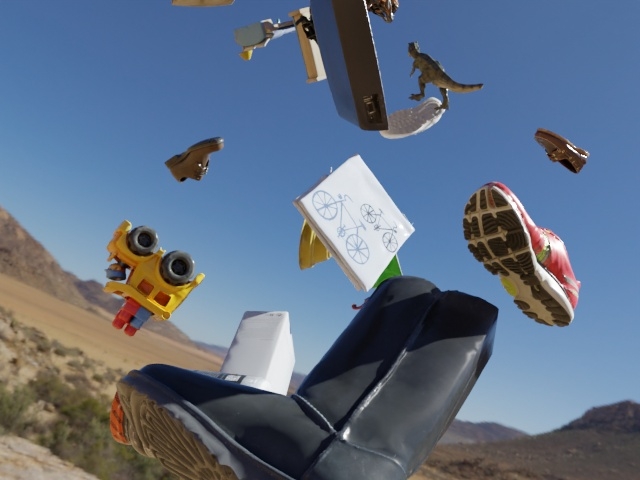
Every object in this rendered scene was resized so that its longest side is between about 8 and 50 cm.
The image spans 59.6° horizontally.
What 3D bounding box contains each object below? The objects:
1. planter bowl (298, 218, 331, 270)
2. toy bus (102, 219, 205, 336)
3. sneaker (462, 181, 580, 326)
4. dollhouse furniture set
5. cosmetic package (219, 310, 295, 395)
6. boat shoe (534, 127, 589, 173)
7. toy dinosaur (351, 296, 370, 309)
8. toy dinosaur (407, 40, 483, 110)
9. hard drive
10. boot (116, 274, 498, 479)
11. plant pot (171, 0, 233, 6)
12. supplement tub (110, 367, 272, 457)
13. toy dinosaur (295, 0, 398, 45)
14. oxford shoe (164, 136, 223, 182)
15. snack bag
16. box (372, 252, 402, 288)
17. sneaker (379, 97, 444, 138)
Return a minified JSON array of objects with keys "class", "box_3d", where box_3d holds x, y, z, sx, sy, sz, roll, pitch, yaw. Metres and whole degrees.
[{"class":"planter bowl","box_3d":[0.000,0.000,1.839,0.090,0.217,0.217,9,-17,12]},{"class":"toy bus","box_3d":[-0.405,0.094,1.242,0.220,0.211,0.149,39,-23,-15]},{"class":"sneaker","box_3d":[0.323,0.011,0.885,0.107,0.118,0.279,-8,-54,51]},{"class":"dollhouse furniture set","box_3d":[-0.065,-0.602,1.737,0.303,0.286,0.198,6,-61,44]},{"class":"cosmetic package","box_3d":[-0.189,0.405,1.679,0.156,0.217,0.385,-1,25,10]},{"class":"boat shoe","box_3d":[0.711,-0.263,1.659,0.206,0.073,0.073,23,9,-21]},{"class":"toy dinosaur","box_3d":[0.109,0.128,1.222,0.082,0.090,0.047,-8,36,-30]},{"class":"toy dinosaur","box_3d":[0.272,-0.377,1.334,0.268,0.064,0.118,50,-32,36]},{"class":"hard drive","box_3d":[0.043,-0.312,0.923,0.172,0.054,0.255,-125,-163,-63]},{"class":"boot","box_3d":[0.010,0.171,0.778,0.367,0.445,0.146,29,-45,20]},{"class":"plant pot","box_3d":[-0.174,-0.434,0.884,0.096,0.109,0.109,5,-9,-28]},{"class":"supplement tub","box_3d":[-0.295,0.407,1.304,0.337,0.207,0.207,4,-18,10]},{"class":"toy dinosaur","box_3d":[0.036,-0.596,1.349,0.321,0.219,0.164,15,-8,-5]},{"class":"oxford shoe","box_3d":[-0.339,-0.225,1.577,0.227,0.083,0.096,-21,-80,41]},{"class":"snack bag","box_3d":[0.108,-0.068,1.620,0.323,0.342,0.037,52,-43,-9]},{"class":"box","box_3d":[0.218,0.037,2.075,0.126,0.262,0.231,-18,-6,6]},{"class":"sneaker","box_3d":[0.284,-0.363,1.756,0.090,0.235,0.095,61,-20,15]}]
